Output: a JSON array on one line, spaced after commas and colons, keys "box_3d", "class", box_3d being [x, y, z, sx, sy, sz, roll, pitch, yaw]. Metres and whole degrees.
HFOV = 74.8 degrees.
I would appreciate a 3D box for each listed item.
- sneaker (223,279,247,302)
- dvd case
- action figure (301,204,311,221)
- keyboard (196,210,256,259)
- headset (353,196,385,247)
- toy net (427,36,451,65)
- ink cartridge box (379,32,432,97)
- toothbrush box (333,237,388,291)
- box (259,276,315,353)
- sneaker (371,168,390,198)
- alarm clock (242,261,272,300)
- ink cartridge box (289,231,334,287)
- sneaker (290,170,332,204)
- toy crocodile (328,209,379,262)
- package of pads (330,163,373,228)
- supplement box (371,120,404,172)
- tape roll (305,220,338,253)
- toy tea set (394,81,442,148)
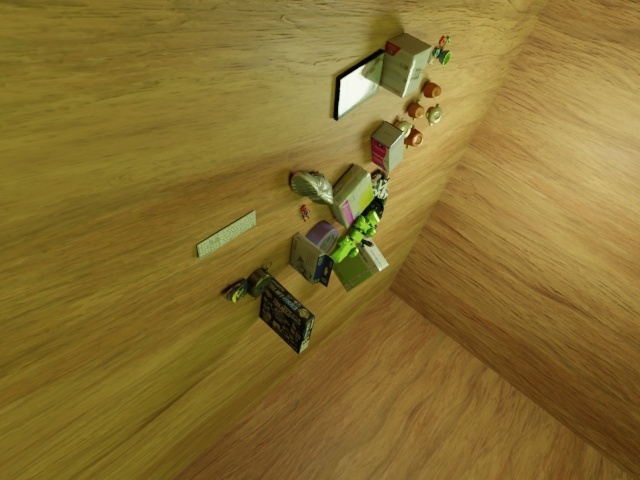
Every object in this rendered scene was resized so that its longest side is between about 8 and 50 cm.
[{"box_3d": [-0.349, 0.204, 1.741, 0.144, 0.059, 0.053, -48, 138, -61], "class": "sneaker"}, {"box_3d": [0.142, -0.572, 1.546, 0.253, 0.022, 0.180, -41, 156, -26], "class": "dvd case"}, {"box_3d": [-0.065, -0.124, 1.829, 0.038, 0.030, 0.115, -40, 154, -16], "class": "action figure"}, {"box_3d": [-0.325, -0.023, 1.474, 0.256, 0.014, 0.072, -37, 154, -35], "class": "keyboard"}, {"box_3d": [0.292, -0.105, 2.368, 0.394, 0.185, 0.243, -45, 160, -45], "class": "headset"}, {"box_3d": [0.524, -0.835, 1.876, 0.232, 0.045, 0.122, -34, 153, -38], "class": "toy net"}, {"box_3d": [0.319, -0.669, 1.607, 0.127, 0.128, 0.176, -38, 156, -33], "class": "ink cartridge box"}, {"box_3d": [0.222, 0.142, 2.465, 0.283, 0.206, 0.122, -40, 169, 38], "class": "toothbrush box"}, {"box_3d": [-0.168, 0.367, 2.025, 0.073, 0.295, 0.293, -34, 152, -37], "class": "box"}, {"box_3d": [0.334, -0.312, 2.248, 0.235, 0.094, 0.153, 1, 134, -52], "class": "sneaker"}, {"box_3d": [-0.263, 0.174, 1.853, 0.192, 0.064, 0.129, -61, 157, 13], "class": "alarm clock"}, {"box_3d": [-0.047, 0.103, 1.952, 0.045, 0.224, 0.223, -37, 154, -34], "class": "ink cartridge box"}, {"box_3d": [-0.034, -0.230, 1.674, 0.281, 0.105, 0.115, 29, 65, -65], "class": "sneaker"}, {"box_3d": [0.174, -0.023, 2.170, 0.115, 0.105, 0.340, 41, 90, -24], "class": "toy crocodile"}, {"box_3d": [0.154, -0.211, 2.032, 0.229, 0.101, 0.296, -49, 159, -7], "class": "package of pads"}, {"box_3d": [0.320, -0.440, 1.994, 0.114, 0.111, 0.220, -48, 158, -10], "class": "supplement box"}, {"box_3d": [0.000, 0.000, 2.084, 0.189, 0.080, 0.189, -42, 156, -24], "class": "tape roll"}, {"box_3d": [0.484, -0.624, 2.091, 0.200, 0.124, 0.336, 34, 98, -39], "class": "toy tea set"}]
